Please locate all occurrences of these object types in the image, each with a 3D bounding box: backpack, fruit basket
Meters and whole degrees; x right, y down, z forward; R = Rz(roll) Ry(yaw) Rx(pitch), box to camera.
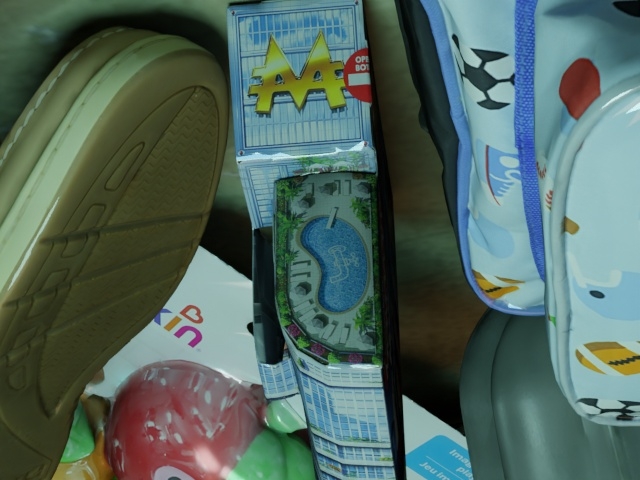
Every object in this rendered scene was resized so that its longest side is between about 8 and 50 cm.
[{"bbox_3d":[0.157,-0.075,0.441,0.263,0.213,0.276,-14,153,2],"label":"backpack"},{"bbox_3d":[-0.105,0.139,0.878,0.327,0.165,0.353,36,139,-15],"label":"fruit basket"}]

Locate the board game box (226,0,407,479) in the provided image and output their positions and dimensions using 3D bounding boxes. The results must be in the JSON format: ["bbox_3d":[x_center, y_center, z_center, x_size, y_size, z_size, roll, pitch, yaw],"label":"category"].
[{"bbox_3d":[0.000,0.000,0.659,0.060,0.194,0.194,-5,142,5],"label":"board game box"}]

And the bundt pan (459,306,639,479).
[{"bbox_3d":[0.208,0.041,0.691,0.330,0.124,0.331,-20,177,-1],"label":"bundt pan"}]

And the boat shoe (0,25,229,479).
[{"bbox_3d":[-0.156,0.028,0.698,0.121,0.110,0.341,-16,145,-52],"label":"boat shoe"}]

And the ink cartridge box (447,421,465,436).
[{"bbox_3d":[0.018,0.225,1.159,0.309,0.130,0.272,-16,176,31],"label":"ink cartridge box"}]
